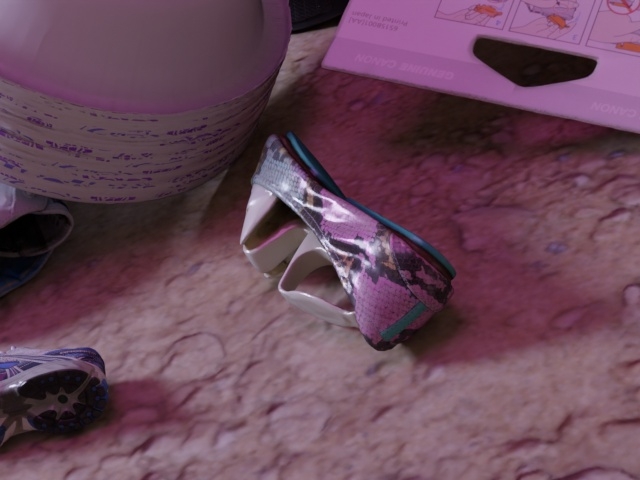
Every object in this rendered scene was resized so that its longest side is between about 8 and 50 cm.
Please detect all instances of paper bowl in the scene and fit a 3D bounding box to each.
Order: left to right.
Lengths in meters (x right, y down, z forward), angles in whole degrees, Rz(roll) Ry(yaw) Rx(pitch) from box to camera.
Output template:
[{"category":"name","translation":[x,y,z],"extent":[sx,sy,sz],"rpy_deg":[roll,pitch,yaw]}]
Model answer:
[{"category":"paper bowl","translation":[-0.156,-0.172,1.148],"extent":[0.284,0.148,0.284],"rpy_deg":[14,42,-13]}]

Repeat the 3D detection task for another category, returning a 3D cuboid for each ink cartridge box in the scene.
[{"category":"ink cartridge box","translation":[0.168,-0.172,1.116],"extent":[0.275,0.060,0.239],"rpy_deg":[14,67,20]}]

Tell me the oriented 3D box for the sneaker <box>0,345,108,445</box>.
[{"category":"sneaker","translation":[-0.186,0.091,0.987],"extent":[0.135,0.052,0.058],"rpy_deg":[-8,23,6]}]

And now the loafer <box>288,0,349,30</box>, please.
[{"category":"loafer","translation":[0.070,-0.241,1.299],"extent":[0.302,0.109,0.095],"rpy_deg":[-11,28,19]}]

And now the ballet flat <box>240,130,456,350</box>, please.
[{"category":"ballet flat","translation":[0.000,0.000,1.003],"extent":[0.079,0.077,0.221],"rpy_deg":[-44,35,-2]}]

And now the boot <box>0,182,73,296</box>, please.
[{"category":"boot","translation":[-0.205,-0.033,1.160],"extent":[0.123,0.095,0.258],"rpy_deg":[25,54,33]}]
